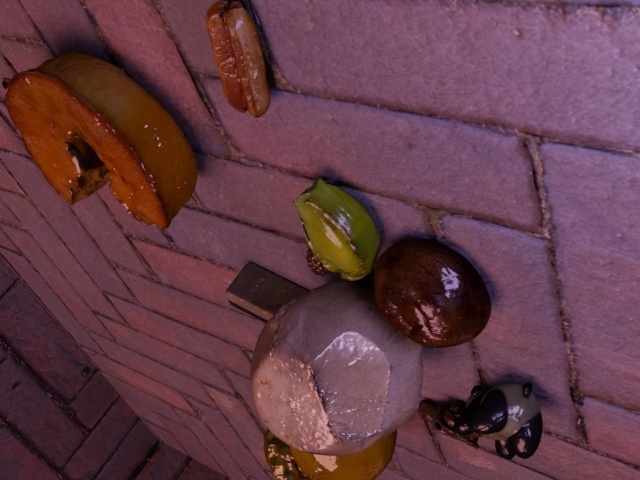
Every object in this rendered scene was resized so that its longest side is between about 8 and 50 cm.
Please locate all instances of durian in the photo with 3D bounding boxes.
[{"bbox_3d":[0.040,-0.011,1.616,0.139,0.101,0.250,8,144,45],"label":"durian"}]

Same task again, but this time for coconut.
[{"bbox_3d":[0.047,0.257,1.800,0.346,0.360,0.346,15,118,31],"label":"coconut"}]

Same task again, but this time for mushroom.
[{"bbox_3d":[0.194,0.103,1.571,0.231,0.138,0.194,29,152,15],"label":"mushroom"}]

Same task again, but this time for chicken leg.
[{"bbox_3d":[0.301,0.422,2.027,0.196,0.080,0.125,15,159,38],"label":"chicken leg"}]

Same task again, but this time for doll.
[{"bbox_3d":[0.372,0.370,1.796,0.143,0.135,0.234,31,158,-2],"label":"doll"}]

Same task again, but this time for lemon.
[{"bbox_3d":[0.055,0.496,2.205,0.297,0.297,0.297,28,152,17],"label":"lemon"}]

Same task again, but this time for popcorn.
[{"bbox_3d":[-0.022,0.576,2.458,0.282,0.282,0.247,57,179,-35],"label":"popcorn"}]

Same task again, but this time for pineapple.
[{"bbox_3d":[0.000,0.000,1.726,0.074,0.074,0.159,23,143,26],"label":"pineapple"}]

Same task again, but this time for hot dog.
[{"bbox_3d":[-0.129,-0.290,1.417,0.092,0.062,0.236,25,148,23],"label":"hot dog"}]

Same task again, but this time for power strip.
[{"bbox_3d":[-0.103,0.146,2.032,0.256,0.105,0.070,24,150,24],"label":"power strip"}]

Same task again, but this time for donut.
[{"bbox_3d":[-0.449,-0.223,1.794,0.435,0.163,0.378,19,143,33],"label":"donut"}]
